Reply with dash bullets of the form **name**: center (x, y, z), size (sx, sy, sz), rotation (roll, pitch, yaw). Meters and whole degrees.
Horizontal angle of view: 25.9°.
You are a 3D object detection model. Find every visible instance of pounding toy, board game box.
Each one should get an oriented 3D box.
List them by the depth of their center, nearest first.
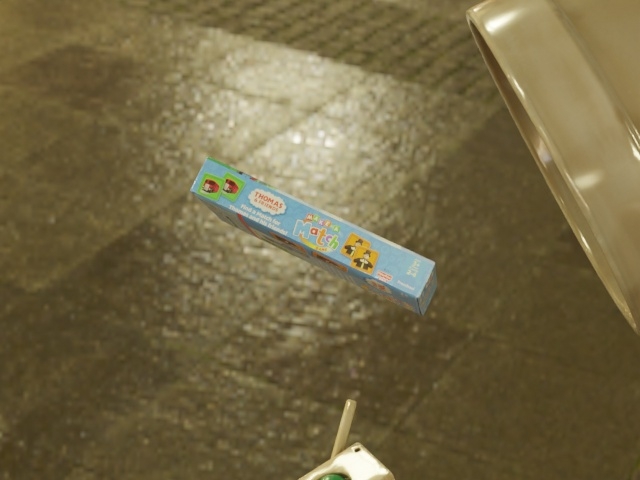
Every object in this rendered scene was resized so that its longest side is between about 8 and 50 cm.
- **board game box**: center (0.000, 0.000, 1.220), size (0.211, 0.039, 0.160), rotation (26, -5, 8)
- **pounding toy**: center (0.023, 0.262, 1.388), size (0.130, 0.141, 0.100), rotation (-31, 29, -15)

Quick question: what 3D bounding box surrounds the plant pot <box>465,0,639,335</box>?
- **plant pot**: center (0.320, -0.121, 1.191), size (0.280, 0.323, 0.323), rotation (-28, 30, 6)
